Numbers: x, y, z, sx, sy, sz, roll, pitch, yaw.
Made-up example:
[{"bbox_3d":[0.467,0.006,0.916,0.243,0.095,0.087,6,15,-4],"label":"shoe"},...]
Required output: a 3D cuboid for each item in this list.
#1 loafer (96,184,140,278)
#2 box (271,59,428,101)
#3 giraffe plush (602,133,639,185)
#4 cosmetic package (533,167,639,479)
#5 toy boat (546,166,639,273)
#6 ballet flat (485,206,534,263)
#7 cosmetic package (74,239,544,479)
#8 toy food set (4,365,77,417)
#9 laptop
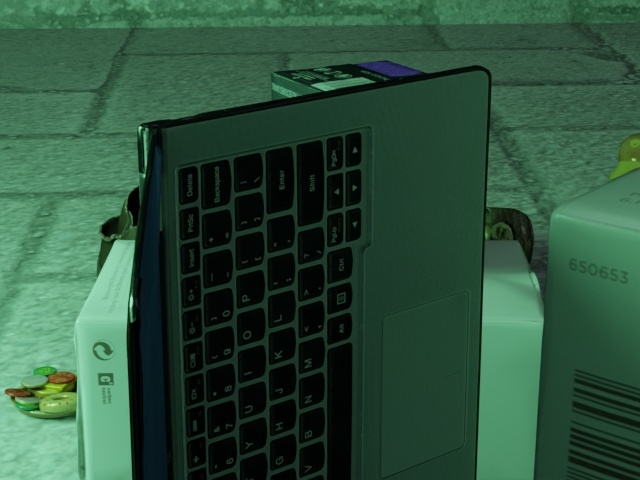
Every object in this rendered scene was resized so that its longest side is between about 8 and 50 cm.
[{"bbox_3d":[-0.155,-0.005,1.554,0.134,0.130,0.366,-7,9,-21],"label":"loafer"},{"bbox_3d":[0.047,-0.031,1.457,0.143,0.270,0.165,-11,21,-28],"label":"box"},{"bbox_3d":[0.444,-0.078,1.831,0.170,0.181,0.210,-4,51,21],"label":"giraffe plush"},{"bbox_3d":[0.370,0.114,0.929,0.327,0.329,0.394,13,23,36],"label":"cosmetic package"},{"bbox_3d":[0.399,-0.016,1.507,0.318,0.148,0.267,-1,30,29],"label":"toy boat"},{"bbox_3d":[0.178,-0.012,1.691,0.058,0.084,0.250,10,9,-19],"label":"ballet flat"},{"bbox_3d":[-0.003,0.099,1.261,0.385,0.156,0.217,2,19,2],"label":"cosmetic package"},{"bbox_3d":[-0.247,0.141,1.341,0.083,0.020,0.083,5,20,17],"label":"toy food set"},{"bbox_3d":[0.016,0.134,0.791,0.408,0.382,0.236,-14,24,-37],"label":"laptop"}]
